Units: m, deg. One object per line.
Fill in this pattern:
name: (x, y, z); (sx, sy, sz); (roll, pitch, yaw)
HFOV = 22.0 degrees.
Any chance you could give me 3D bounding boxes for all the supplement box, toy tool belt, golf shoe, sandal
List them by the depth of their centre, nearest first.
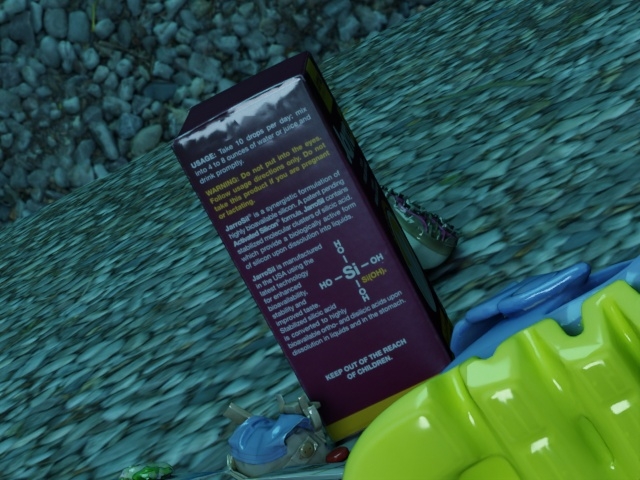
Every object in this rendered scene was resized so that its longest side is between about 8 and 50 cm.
sandal: (0.155, 0.028, 0.617); (0.317, 0.126, 0.138); (-24, 8, 13)
toy tool belt: (-0.016, 0.103, 0.842); (0.052, 0.051, 0.083); (-37, 15, -36)
supplement box: (0.000, 0.000, 0.905); (0.081, 0.188, 0.104); (-26, 12, 8)
golf shoe: (0.036, 0.005, 1.146); (0.086, 0.067, 0.186); (-62, 21, -3)

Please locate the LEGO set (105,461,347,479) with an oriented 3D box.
LEGO set: (-0.095, 0.140, 0.759); (0.244, 0.060, 0.182); (-8, -3, 29)
